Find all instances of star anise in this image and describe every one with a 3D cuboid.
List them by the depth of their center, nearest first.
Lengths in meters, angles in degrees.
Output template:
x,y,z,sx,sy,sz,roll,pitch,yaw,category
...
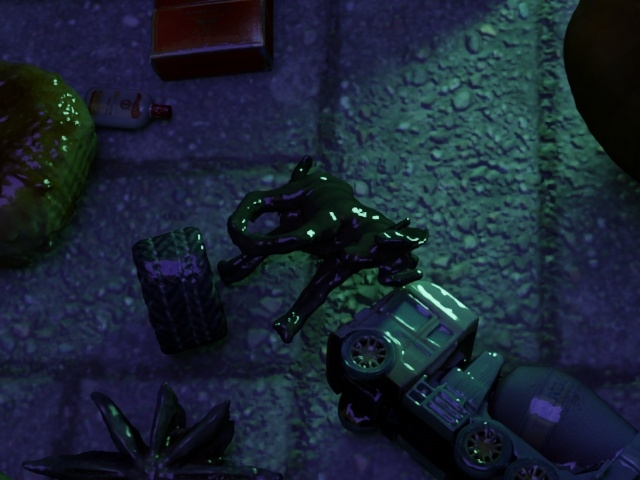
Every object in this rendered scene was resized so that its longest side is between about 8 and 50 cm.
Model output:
x,y,z,sx,sy,sz,roll,pitch,yaw,category
-0.128,0.203,1.132,0.204,0.061,0.181,-17,70,5,star anise

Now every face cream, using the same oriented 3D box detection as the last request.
x,y,z,sx,sy,sz,roll,pitch,yaw,category
-0.180,-0.123,1.328,0.083,0.021,0.040,5,67,12,face cream

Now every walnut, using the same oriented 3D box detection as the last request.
x,y,z,sx,sy,sz,roll,pitch,yaw,category
0.286,-0.140,1.084,0.209,0.336,0.209,-2,85,20,walnut

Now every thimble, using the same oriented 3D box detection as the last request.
x,y,z,sx,sy,sz,roll,pitch,yaw,category
-0.117,0.042,1.187,0.066,0.104,0.095,-16,73,-5,thimble

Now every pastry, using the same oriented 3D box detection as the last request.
x,y,z,sx,sy,sz,roll,pitch,yaw,category
-0.300,-0.075,1.286,0.182,0.093,0.193,11,68,19,pastry

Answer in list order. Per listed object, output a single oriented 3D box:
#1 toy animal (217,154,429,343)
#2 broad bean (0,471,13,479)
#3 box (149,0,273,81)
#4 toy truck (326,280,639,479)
x,y,z,sx,sy,sz,roll,pitch,yaw,category
0.000,0.000,1.173,0.148,0.085,0.232,-20,25,-15,toy animal
-0.243,0.268,1.092,0.228,0.100,0.169,20,96,28,broad bean
-0.102,-0.240,1.357,0.112,0.048,0.175,-5,63,8,box
0.133,0.135,1.098,0.256,0.108,0.140,39,63,23,toy truck
